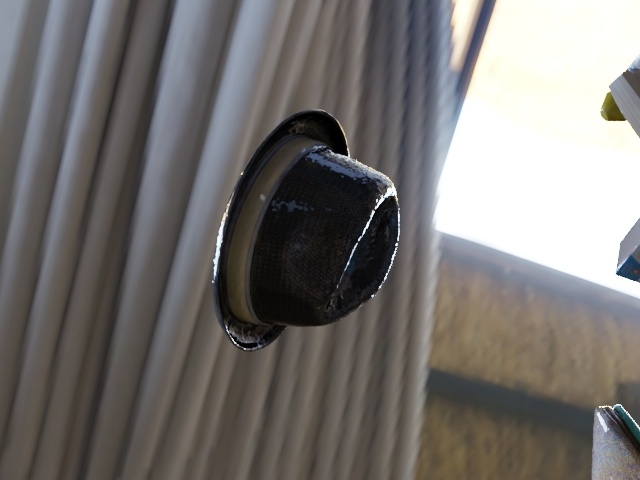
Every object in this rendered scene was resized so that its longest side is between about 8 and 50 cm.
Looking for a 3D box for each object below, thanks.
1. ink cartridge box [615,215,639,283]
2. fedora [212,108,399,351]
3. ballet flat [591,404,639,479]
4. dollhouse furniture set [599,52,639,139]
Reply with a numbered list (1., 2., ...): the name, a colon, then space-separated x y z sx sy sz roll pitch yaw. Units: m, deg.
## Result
1. ink cartridge box: 0.411 0.018 1.983 0.122 0.088 0.052 20 -127 -6
2. fedora: 0.000 0.000 2.250 0.153 0.334 0.334 15 -163 26
3. ballet flat: 0.275 0.277 1.360 0.316 0.106 0.107 55 -178 -8
4. dollhouse furniture set: 0.443 -0.101 2.063 0.198 0.303 0.286 -33 -97 -17
